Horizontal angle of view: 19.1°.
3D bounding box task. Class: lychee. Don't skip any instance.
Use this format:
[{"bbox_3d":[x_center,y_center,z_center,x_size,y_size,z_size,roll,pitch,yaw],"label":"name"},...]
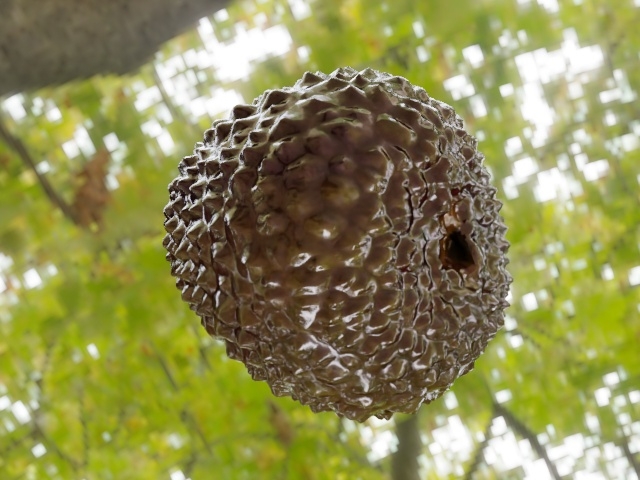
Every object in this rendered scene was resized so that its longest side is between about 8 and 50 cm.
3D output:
[{"bbox_3d":[0.000,0.000,1.371,0.271,0.271,0.271,-13,-139,12],"label":"lychee"}]
